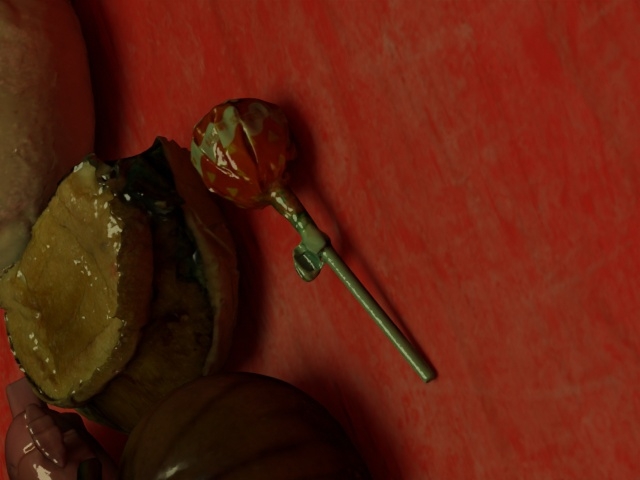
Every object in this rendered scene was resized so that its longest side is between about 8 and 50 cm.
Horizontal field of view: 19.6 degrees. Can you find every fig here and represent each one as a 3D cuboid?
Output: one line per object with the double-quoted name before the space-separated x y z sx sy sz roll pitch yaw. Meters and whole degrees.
"fig" -0.065 0.222 1.435 0.235 0.214 0.235 16 122 27

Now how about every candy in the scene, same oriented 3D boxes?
"candy" 0.001 0.000 1.426 0.288 0.084 0.078 50 136 23

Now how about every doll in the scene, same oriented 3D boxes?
"doll" -0.230 0.221 1.687 0.211 0.093 0.262 53 165 28

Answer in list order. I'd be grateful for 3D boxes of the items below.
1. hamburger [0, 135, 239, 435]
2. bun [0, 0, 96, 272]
"hamburger" -0.165 0.057 1.588 0.309 0.132 0.211 -44 62 49
"bun" -0.359 -0.124 1.749 0.365 0.219 0.365 14 107 56
